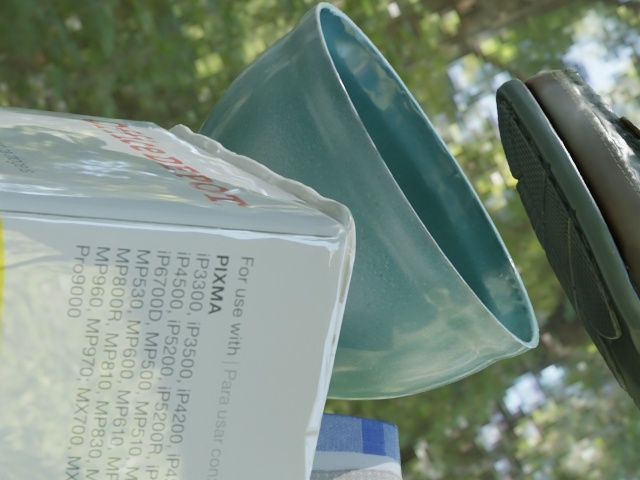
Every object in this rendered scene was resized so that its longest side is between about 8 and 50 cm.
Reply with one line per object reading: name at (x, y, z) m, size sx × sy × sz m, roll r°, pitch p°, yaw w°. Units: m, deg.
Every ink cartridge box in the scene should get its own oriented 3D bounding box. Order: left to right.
ink cartridge box at (-0.216, 0.026, 0.795) m, size 0.279 × 0.385 × 0.160 m, roll -149°, pitch -115°, yaw -65°

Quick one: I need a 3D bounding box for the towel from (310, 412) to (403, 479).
towel at (-0.050, 0.162, 1.115) m, size 0.285 × 0.209 × 0.034 m, roll -85°, pitch 179°, yaw -72°

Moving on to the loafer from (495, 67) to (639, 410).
loafer at (0.158, 0.034, 0.732) m, size 0.096 × 0.084 × 0.267 m, roll 74°, pitch -9°, yaw -61°

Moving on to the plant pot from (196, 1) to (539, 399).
plant pot at (0.000, 0.000, 1.352) m, size 0.293 × 0.196 × 0.293 m, roll 54°, pitch 14°, yaw -20°
